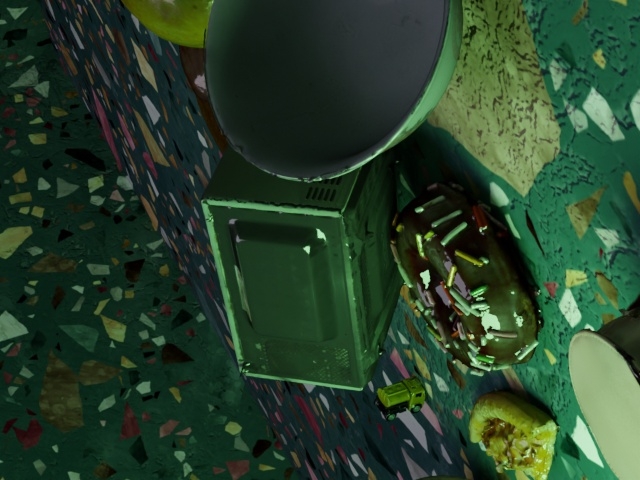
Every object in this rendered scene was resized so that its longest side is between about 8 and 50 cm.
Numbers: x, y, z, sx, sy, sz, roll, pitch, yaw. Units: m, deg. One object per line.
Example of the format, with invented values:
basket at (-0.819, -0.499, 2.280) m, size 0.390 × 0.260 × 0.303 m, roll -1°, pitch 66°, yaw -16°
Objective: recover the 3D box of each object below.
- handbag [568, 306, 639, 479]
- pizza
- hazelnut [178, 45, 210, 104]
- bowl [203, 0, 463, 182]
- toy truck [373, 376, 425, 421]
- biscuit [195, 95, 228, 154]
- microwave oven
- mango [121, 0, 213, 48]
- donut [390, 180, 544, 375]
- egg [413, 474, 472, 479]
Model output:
handbag at (0.338, 0.154, 1.154) m, size 0.205 × 0.116 × 0.179 m, roll 62°, pitch 165°, yaw 12°
pizza at (0.267, 0.275, 1.716) m, size 0.271 × 0.056 × 0.134 m, roll -178°, pitch 72°, yaw -74°
hazelnut at (-0.139, -0.308, 1.880) m, size 0.186 × 0.210 × 0.210 m, roll 55°, pitch 163°, yaw 18°
bowl at (0.043, -0.225, 1.358) m, size 0.157 × 0.345 × 0.345 m, roll 11°, pitch -143°, yaw -51°
toy truck at (0.140, 0.270, 2.100) m, size 0.049 × 0.083 × 0.054 m, roll 50°, pitch 145°, yaw 43°
biscuit at (-0.136, -0.249, 2.209) m, size 0.394 × 0.070 × 0.350 m, roll 48°, pitch 156°, yaw 45°
microwave oven at (0.000, 0.000, 1.693) m, size 0.286 × 0.218 × 0.355 m, roll -70°, pitch -20°, yaw -44°
mango at (-0.163, -0.469, 1.549) m, size 0.301 × 0.220 × 0.445 m, roll -6°, pitch 99°, yaw 29°
donut at (0.180, 0.051, 1.558) m, size 0.269 × 0.103 × 0.269 m, roll 56°, pitch 165°, yaw 24°
egg at (0.196, 0.513, 1.926) m, size 0.345 × 0.283 × 0.283 m, roll -119°, pitch 4°, yaw -87°
